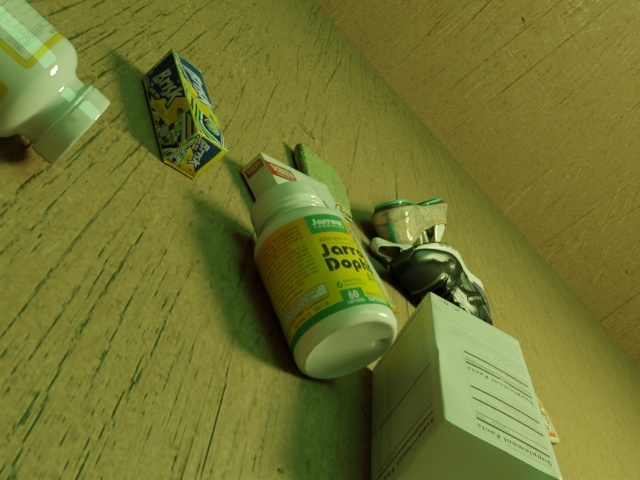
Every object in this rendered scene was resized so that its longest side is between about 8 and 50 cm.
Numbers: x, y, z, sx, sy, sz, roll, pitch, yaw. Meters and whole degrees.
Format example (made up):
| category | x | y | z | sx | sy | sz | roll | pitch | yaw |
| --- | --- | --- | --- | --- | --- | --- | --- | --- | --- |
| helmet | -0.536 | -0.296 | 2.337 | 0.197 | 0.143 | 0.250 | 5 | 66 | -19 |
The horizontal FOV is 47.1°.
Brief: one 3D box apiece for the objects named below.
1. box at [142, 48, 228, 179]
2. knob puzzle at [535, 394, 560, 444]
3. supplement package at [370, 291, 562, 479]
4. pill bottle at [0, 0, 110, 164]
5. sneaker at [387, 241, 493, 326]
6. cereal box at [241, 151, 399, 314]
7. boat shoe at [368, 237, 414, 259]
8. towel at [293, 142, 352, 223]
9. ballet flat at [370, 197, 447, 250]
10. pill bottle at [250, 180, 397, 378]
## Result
| category | x | y | z | sx | sy | sz | roll | pitch | yaw |
| --- | --- | --- | --- | --- | --- | --- | --- | --- | --- |
| box | -0.168 | -0.157 | 0.896 | 0.054 | 0.059 | 0.169 | 33 | 26 | -46 |
| knob puzzle | 0.387 | 0.294 | 1.364 | 0.213 | 0.030 | 0.213 | 44 | 20 | -20 |
| supplement package | 0.144 | 0.192 | 0.797 | 0.133 | 0.139 | 0.244 | 29 | 24 | -8 |
| pill bottle | -0.267 | -0.150 | 0.595 | 0.184 | 0.103 | 0.103 | 44 | 20 | -20 |
| sneaker | 0.224 | 0.099 | 1.251 | 0.283 | 0.107 | 0.124 | 30 | 34 | -46 |
| cereal box | 0.000 | 0.000 | 1.003 | 0.173 | 0.047 | 0.240 | 21 | 34 | -55 |
| boat shoe | 0.131 | 0.021 | 1.238 | 0.100 | 0.035 | 0.035 | 18 | 14 | -25 |
| towel | 0.002 | -0.095 | 1.217 | 0.110 | 0.027 | 0.148 | 36 | 25 | -34 |
| ballet flat | 0.177 | -0.020 | 1.397 | 0.316 | 0.107 | 0.106 | -9 | 82 | -63 |
| pill bottle | -0.006 | 0.037 | 0.817 | 0.117 | 0.117 | 0.209 | 28 | 30 | -49 |
